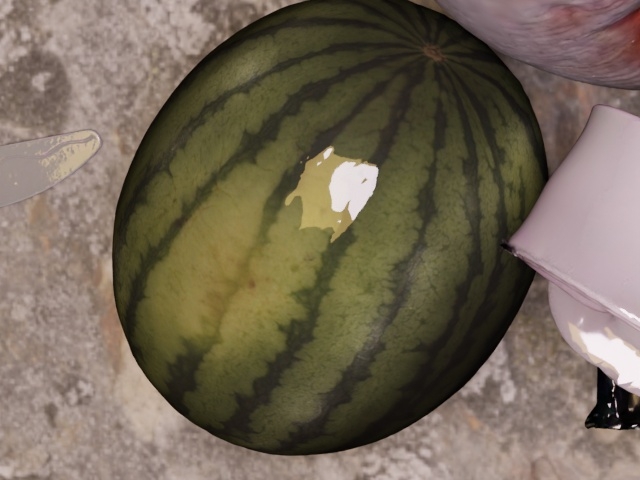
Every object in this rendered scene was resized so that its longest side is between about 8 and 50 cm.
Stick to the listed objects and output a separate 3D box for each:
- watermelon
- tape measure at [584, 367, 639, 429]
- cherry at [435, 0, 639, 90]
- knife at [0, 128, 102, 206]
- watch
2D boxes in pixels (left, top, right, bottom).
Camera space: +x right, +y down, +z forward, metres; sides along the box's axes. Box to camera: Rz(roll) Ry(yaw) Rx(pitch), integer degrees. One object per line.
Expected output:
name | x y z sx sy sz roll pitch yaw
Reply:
watermelon | 0.000 0.000 1.252 0.279 0.279 0.359 43 127 8
tape measure | 0.290 0.039 1.252 0.222 0.135 0.202 -1 86 14
cherry | 0.191 -0.255 1.163 0.326 0.335 0.291 36 125 -25
knife | -0.287 -0.050 1.466 0.244 0.032 0.058 -4 93 13
watch | 0.231 0.037 1.084 0.248 0.217 0.211 34 94 14
